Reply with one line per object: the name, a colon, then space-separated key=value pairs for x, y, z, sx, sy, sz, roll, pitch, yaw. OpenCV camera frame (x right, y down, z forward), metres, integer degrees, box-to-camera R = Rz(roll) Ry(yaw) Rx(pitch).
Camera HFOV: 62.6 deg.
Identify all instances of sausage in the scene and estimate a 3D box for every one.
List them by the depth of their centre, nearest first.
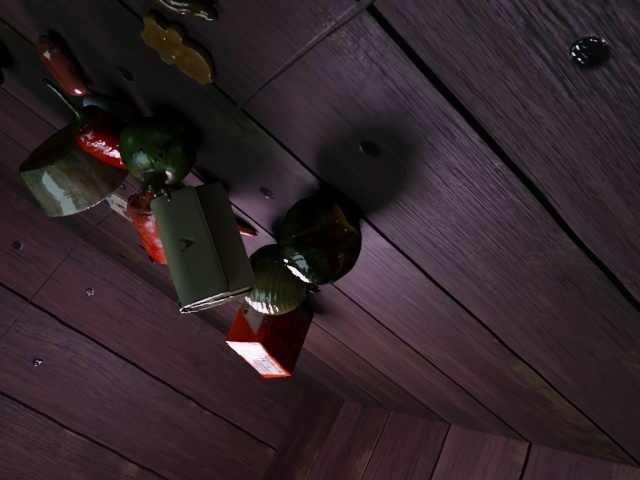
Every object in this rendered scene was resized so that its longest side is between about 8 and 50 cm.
sausage: x=-0.707 y=-0.476 z=1.444 sx=0.077 sy=0.077 sz=0.194 roll=22 pitch=157 yaw=17

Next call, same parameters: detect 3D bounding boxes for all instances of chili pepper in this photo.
chili pepper: x=-0.616 y=-0.303 z=1.460 sx=0.134 sy=0.131 sz=0.338 roll=9 pitch=168 yaw=19
chili pepper: x=-0.308 y=-0.051 z=1.858 sx=0.191 sy=0.050 sz=0.059 roll=19 pitch=154 yaw=-6
chili pepper: x=-0.566 y=-0.075 z=1.944 sx=0.251 sy=0.229 sz=0.305 roll=21 pitch=145 yaw=26

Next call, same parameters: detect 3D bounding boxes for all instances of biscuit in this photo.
biscuit: x=-0.311 y=-0.422 z=1.157 sx=0.184 sy=0.027 sz=0.133 roll=30 pitch=156 yaw=-4

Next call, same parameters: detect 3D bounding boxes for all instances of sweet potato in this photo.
sweet potato: x=-0.278 y=-0.463 z=1.009 sx=0.182 sy=0.054 sz=0.053 roll=30 pitch=165 yaw=-5

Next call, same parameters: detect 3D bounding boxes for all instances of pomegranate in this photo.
pomegranate: x=-0.447 y=-0.224 z=1.441 sx=0.211 sy=0.263 sz=0.211 roll=1 pitch=159 yaw=0

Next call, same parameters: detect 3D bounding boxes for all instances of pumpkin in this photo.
pumpkin: x=-0.001 y=-0.001 z=1.390 sx=0.238 sy=0.238 sz=0.159 roll=43 pitch=158 yaw=-27
pumpkin: x=-0.811 y=-0.254 z=1.728 sx=0.332 sy=0.332 sz=0.199 roll=10 pitch=136 yaw=38

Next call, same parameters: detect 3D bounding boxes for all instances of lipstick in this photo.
lipstick: x=-0.622 y=-0.391 z=1.543 sx=0.158 sy=0.048 sz=0.048 roll=19 pitch=154 yaw=22

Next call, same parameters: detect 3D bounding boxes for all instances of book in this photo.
book: x=-0.900 y=-0.162 z=2.347 sx=0.322 sy=0.018 sz=0.228 roll=35 pitch=155 yaw=-11

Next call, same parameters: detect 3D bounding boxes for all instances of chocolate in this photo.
chocolate: x=-0.190 y=0.354 z=2.182 sx=0.161 sy=0.341 sz=0.360 roll=3 pitch=145 yaw=28

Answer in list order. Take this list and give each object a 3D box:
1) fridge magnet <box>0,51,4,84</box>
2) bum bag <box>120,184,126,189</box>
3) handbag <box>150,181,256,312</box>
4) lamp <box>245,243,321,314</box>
fridge magnet: x=-1.082 y=-0.584 z=1.602 sx=0.265 sy=0.113 sz=0.265 roll=25 pitch=157 yaw=12
bum bag: x=-0.808 y=-0.234 z=2.079 sx=0.058 sy=0.034 sz=0.124 roll=13 pitch=155 yaw=4
handbag: x=-0.367 y=0.019 z=1.635 sx=0.160 sy=0.236 sz=0.358 roll=123 pitch=129 yaw=-69
lamp: x=-0.130 y=0.136 z=1.791 sx=0.284 sy=0.250 sz=0.250 roll=10 pitch=151 yaw=19
